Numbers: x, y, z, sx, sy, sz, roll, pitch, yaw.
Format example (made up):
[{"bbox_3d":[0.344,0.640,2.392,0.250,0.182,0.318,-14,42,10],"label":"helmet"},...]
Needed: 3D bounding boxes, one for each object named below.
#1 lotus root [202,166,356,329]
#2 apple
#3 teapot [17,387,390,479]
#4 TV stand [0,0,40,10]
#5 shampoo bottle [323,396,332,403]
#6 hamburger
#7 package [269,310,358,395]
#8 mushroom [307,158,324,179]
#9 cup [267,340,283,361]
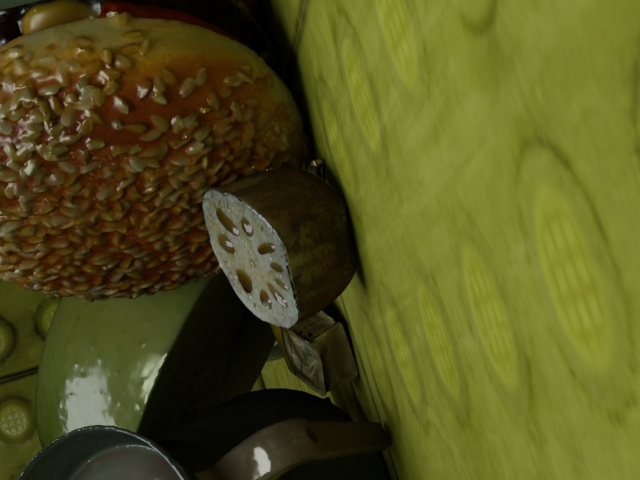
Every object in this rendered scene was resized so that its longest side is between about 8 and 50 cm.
[{"bbox_3d":[-0.033,0.001,1.082,0.112,0.081,0.122,19,133,41],"label":"lotus root"},{"bbox_3d":[-0.150,0.139,1.469,0.320,0.360,0.312,37,166,-30],"label":"apple"},{"bbox_3d":[-0.079,0.249,1.224,0.253,0.300,0.344,59,-160,18],"label":"teapot"},{"bbox_3d":[-0.181,-0.245,1.028,0.082,0.270,0.088,83,170,-52],"label":"TV stand"},{"bbox_3d":[0.022,0.320,1.585,0.098,0.071,0.309,-115,10,-57],"label":"shampoo bottle"},{"bbox_3d":[-0.183,-0.104,1.170,0.330,0.330,0.250,85,166,-59],"label":"hamburger"},{"bbox_3d":[-0.020,0.090,1.328,0.131,0.047,0.071,35,151,51],"label":"package"},{"bbox_3d":[-0.003,-0.005,1.239,0.028,0.026,0.286,53,164,24],"label":"mushroom"},{"bbox_3d":[-0.066,0.089,1.829,0.104,0.074,0.116,-52,53,46],"label":"cup"}]
